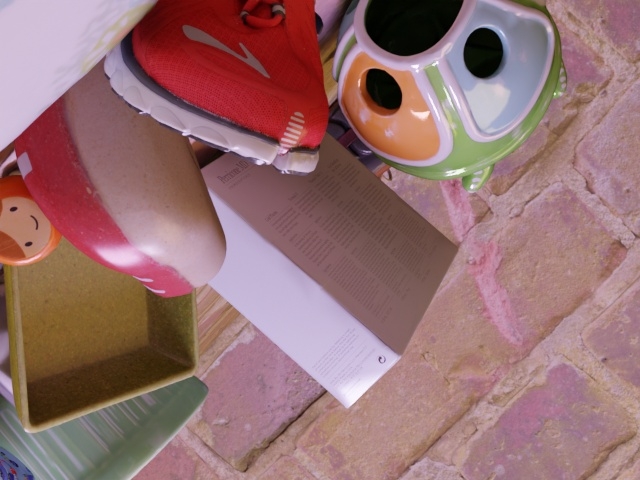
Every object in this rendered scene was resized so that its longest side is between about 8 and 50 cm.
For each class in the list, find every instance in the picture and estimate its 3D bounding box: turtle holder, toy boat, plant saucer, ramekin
[{"bbox_3d":[0.157,-0.226,1.266,0.320,0.243,0.227,-35,154,6],"label":"turtle holder"},{"bbox_3d":[-0.154,-0.029,0.759,0.151,0.151,0.231,-21,171,-3],"label":"toy boat"},{"bbox_3d":[-0.174,0.031,0.891,0.045,0.188,0.188,5,-168,35],"label":"plant saucer"},{"bbox_3d":[-0.282,0.206,1.256,0.303,0.148,0.303,-40,-176,3],"label":"ramekin"}]

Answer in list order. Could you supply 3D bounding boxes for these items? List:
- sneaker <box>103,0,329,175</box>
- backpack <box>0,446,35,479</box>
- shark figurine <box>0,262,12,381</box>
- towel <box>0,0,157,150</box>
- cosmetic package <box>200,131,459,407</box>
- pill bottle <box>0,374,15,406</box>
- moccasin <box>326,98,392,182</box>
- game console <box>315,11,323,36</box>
[{"bbox_3d":[-0.042,-0.137,0.597,0.118,0.107,0.279,-60,-155,29],"label":"sneaker"},{"bbox_3d":[-0.350,0.220,1.025,0.117,0.158,0.173,-55,165,-8],"label":"backpack"},{"bbox_3d":[-0.232,0.064,0.954,0.166,0.116,0.278,-48,174,37],"label":"shark figurine"},{"bbox_3d":[-0.171,-0.079,0.355,0.320,0.090,0.374,-43,175,-13],"label":"towel"},{"bbox_3d":[0.000,0.000,1.362,0.097,0.284,0.377,-46,180,23],"label":"cosmetic package"},{"bbox_3d":[-0.240,0.077,1.099,0.169,0.094,0.094,-45,176,-21],"label":"pill bottle"},{"bbox_3d":[0.048,-0.130,1.779,0.380,0.139,0.147,-46,177,1],"label":"moccasin"},{"bbox_3d":[-0.068,-0.146,0.897,0.122,0.107,0.071,-47,-155,15],"label":"game console"}]
